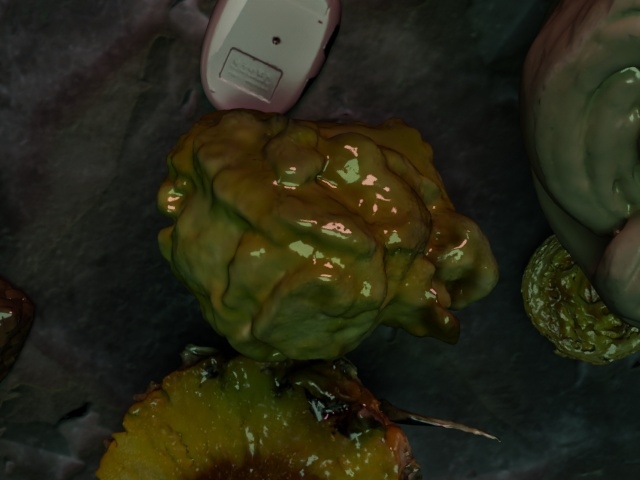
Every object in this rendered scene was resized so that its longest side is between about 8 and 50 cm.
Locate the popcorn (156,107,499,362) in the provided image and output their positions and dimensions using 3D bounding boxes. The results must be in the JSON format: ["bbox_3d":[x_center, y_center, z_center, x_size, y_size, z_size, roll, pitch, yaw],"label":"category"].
[{"bbox_3d":[0.000,0.000,0.738,0.266,0.233,0.192,26,113,15],"label":"popcorn"}]

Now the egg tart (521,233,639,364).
[{"bbox_3d":[0.236,0.041,0.831,0.129,0.049,0.129,0,97,0],"label":"egg tart"}]

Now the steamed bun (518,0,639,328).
[{"bbox_3d":[0.306,-0.110,0.686,0.367,0.255,0.342,0,120,-9],"label":"steamed bun"}]

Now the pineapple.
[{"bbox_3d":[-0.046,0.157,0.819,0.334,0.158,0.161,-23,77,29],"label":"pineapple"}]

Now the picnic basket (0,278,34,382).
[{"bbox_3d":[-0.357,0.056,0.854,0.193,0.055,0.110,29,102,-2],"label":"picnic basket"}]

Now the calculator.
[{"bbox_3d":[-0.040,-0.175,0.806,0.103,0.024,0.166,25,103,-3],"label":"calculator"}]
